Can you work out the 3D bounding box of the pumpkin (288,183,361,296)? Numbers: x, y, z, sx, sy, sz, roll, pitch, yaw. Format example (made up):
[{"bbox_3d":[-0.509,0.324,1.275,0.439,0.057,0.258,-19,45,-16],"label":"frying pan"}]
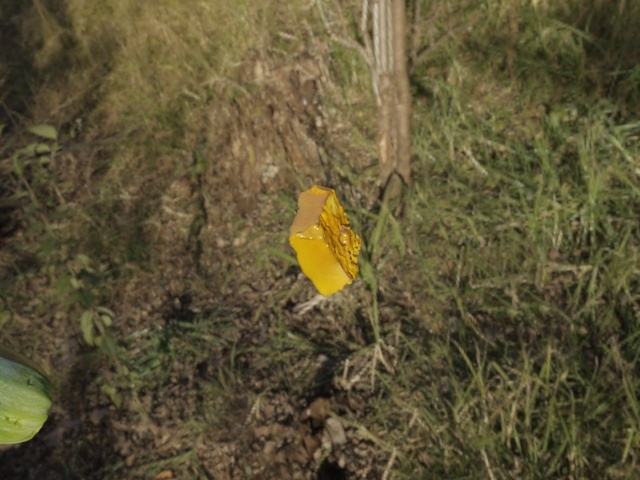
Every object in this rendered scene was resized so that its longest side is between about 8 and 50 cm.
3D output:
[{"bbox_3d":[0.000,0.000,0.687,0.054,0.083,0.074,-13,34,24],"label":"pumpkin"}]

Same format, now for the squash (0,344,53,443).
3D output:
[{"bbox_3d":[-0.264,0.059,0.421,0.066,0.229,0.066,-36,36,32],"label":"squash"}]
